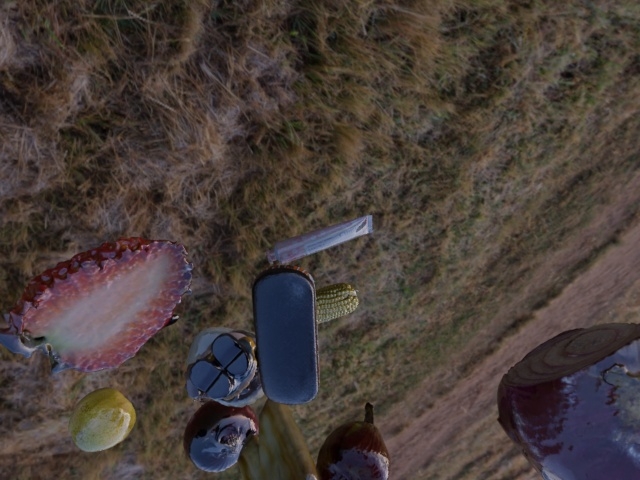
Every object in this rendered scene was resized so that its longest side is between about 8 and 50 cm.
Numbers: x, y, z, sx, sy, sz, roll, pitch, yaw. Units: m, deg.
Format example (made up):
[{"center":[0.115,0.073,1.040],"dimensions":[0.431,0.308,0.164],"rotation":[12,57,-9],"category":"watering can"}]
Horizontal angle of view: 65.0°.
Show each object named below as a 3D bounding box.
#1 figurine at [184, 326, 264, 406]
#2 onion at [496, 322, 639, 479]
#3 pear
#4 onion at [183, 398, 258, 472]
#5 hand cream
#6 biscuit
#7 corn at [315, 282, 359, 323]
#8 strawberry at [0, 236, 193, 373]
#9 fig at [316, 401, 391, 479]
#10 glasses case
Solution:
[{"center":[-0.186,0.286,1.097],"dimensions":[0.204,0.332,0.185],"rotation":[44,78,-9],"category":"figurine"},{"center":[0.354,0.229,0.633],"dimensions":[0.206,0.207,0.216],"rotation":[-32,166,-1],"category":"onion"},{"center":[-0.610,0.504,1.404],"dimensions":[0.178,0.178,0.178],"rotation":[-14,138,-13],"category":"pear"},{"center":[-0.374,0.685,1.825],"dimensions":[0.273,0.285,0.273],"rotation":[-15,115,-35],"category":"onion"},{"center":[0.000,0.000,0.956],"dimensions":[0.209,0.043,0.067],"rotation":[-18,150,-2],"category":"hand cream"},{"center":[-0.108,0.543,1.210],"dimensions":[0.062,0.291,0.237],"rotation":[18,104,-29],"category":"biscuit"},{"center":[-0.027,0.193,1.426],"dimensions":[0.310,0.101,0.101],"rotation":[-16,138,-10],"category":"corn"},{"center":[-0.349,0.088,0.848],"dimensions":[0.306,0.138,0.233],"rotation":[-34,137,-3],"category":"strawberry"},{"center":[0.085,0.526,1.331],"dimensions":[0.190,0.290,0.191],"rotation":[1,128,1],"category":"fig"},{"center":[-0.055,0.163,0.837],"dimensions":[0.103,0.067,0.267],"rotation":[0,115,2],"category":"glasses case"}]
